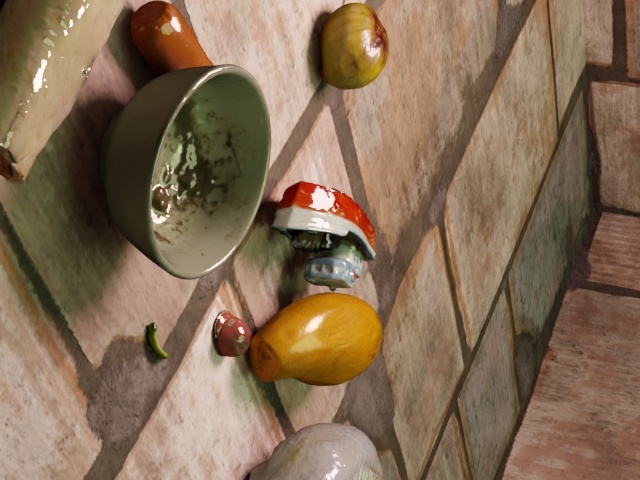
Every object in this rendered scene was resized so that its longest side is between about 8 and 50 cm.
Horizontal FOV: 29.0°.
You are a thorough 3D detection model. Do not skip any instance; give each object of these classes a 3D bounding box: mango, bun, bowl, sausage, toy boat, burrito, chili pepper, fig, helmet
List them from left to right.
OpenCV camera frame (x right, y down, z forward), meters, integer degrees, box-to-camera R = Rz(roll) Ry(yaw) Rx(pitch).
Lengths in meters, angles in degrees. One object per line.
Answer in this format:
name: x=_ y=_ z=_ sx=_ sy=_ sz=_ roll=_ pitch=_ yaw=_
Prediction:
burrito: x=-0.316 y=-0.209 z=1.395 sx=0.143 sy=0.105 sz=0.299 roll=77 pitch=30 yaw=-61
chili pepper: x=-0.238 y=0.152 z=1.826 sx=0.083 sy=0.017 sz=0.030 roll=77 pitch=31 yaw=-41
bowl: x=-0.198 y=-0.104 z=1.643 sx=0.289 sy=0.146 sz=0.289 roll=-43 pitch=141 yaw=-49
sausage: x=-0.195 y=-0.249 z=1.684 sx=0.197 sy=0.076 sz=0.076 roll=57 pitch=48 yaw=-59
helmet: x=-0.138 y=0.155 z=2.013 sx=0.065 sy=0.049 sz=0.084 roll=-57 pitch=149 yaw=-38
bun: x=-0.022 y=0.495 z=2.219 sx=0.362 sy=0.211 sz=0.361 roll=-29 pitch=123 yaw=-60
toy boat: x=0.000 y=0.000 z=2.135 sx=0.332 sy=0.145 sz=0.133 roll=42 pitch=54 yaw=-67
mango: x=0.004 y=0.177 z=2.209 sx=0.187 sy=0.144 sz=0.359 roll=-50 pitch=156 yaw=13
fig: x=0.061 y=-0.339 z=2.166 sx=0.136 sy=0.121 sz=0.153 roll=21 pitch=81 yaw=-61
